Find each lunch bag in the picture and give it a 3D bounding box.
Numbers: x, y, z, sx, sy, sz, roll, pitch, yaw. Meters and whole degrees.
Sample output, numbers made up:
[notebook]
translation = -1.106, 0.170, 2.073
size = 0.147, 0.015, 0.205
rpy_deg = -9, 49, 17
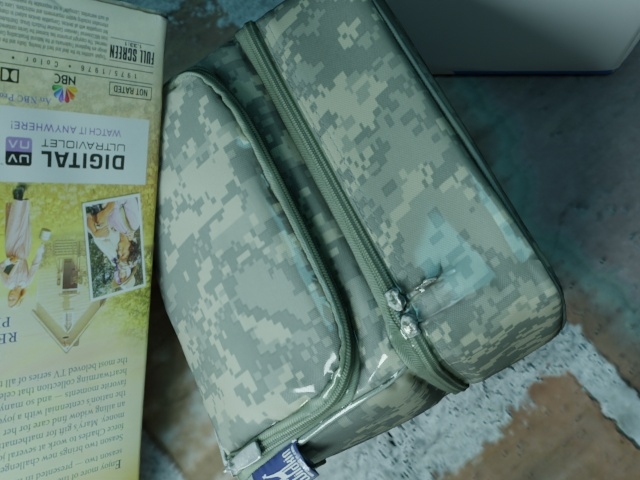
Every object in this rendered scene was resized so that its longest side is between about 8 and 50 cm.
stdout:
[lunch bag]
translation = 0.000, 0.000, 0.578
size = 0.256, 0.212, 0.305
rpy_deg = -31, 71, 10

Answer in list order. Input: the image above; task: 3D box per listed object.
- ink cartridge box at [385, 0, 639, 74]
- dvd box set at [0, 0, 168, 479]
[ink cartridge box]
translation = 0.132, -0.360, 0.708
size = 0.285, 0.166, 0.395
rpy_deg = 0, 72, 1
[dvd box set]
translation = -0.231, 0.058, 0.443
size = 0.062, 0.307, 0.421
rpy_deg = 10, 99, 39
